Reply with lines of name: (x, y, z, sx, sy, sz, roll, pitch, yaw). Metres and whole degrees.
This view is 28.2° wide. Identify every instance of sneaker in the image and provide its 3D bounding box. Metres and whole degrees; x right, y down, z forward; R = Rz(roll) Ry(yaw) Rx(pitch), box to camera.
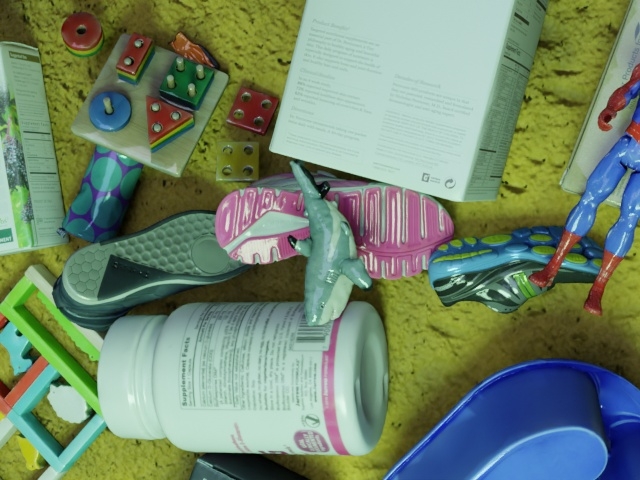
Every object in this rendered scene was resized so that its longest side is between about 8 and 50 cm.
sneaker: (0.016, -0.028, 1.348, 0.252, 0.111, 0.103, 7, 107, -6)
sneaker: (-0.190, 0.036, 1.426, 0.226, 0.163, 0.086, -11, 77, -23)
sneaker: (0.207, 0.034, 1.317, 0.188, 0.067, 0.078, -6, 124, 9)

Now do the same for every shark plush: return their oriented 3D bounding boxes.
shark plush: (0.000, 0.000, 1.256, 0.067, 0.073, 0.161, -15, 103, -17)

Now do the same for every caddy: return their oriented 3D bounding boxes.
caddy: (0.200, 0.277, 1.268, 0.241, 0.179, 0.341, 41, 103, -11)

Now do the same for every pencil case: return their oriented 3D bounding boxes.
pencil case: (-0.243, -0.068, 1.444, 0.070, 0.064, 0.152, 29, 100, 32)

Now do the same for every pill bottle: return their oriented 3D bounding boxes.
pill bottle: (-0.081, 0.145, 1.353, 0.283, 0.160, 0.160, -1, 92, 18)

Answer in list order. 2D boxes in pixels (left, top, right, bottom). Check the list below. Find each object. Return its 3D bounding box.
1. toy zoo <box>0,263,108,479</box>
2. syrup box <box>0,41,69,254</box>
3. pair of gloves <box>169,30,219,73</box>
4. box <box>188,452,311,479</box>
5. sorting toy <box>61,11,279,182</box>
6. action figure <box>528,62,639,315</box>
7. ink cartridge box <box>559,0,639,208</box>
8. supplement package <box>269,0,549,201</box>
toy zoo: (-0.361, 0.199, 1.509, 0.192, 0.030, 0.293, 45, 103, 11)
syrup box: (-0.368, -0.103, 1.465, 0.093, 0.096, 0.237, -9, 91, 18)
pair of gloves: (-0.156, -0.186, 1.441, 0.074, 0.010, 0.083, 46, 105, 8)
box: (-0.086, 0.349, 1.390, 0.153, 0.108, 0.207, 25, 99, 15)
sorting toy: (-0.178, -0.152, 1.386, 0.274, 0.046, 0.132, 23, 71, 6)
action figure: (0.283, -0.069, 1.158, 0.091, 0.139, 0.280, 27, 99, 13)
ink cartridge box: (0.368, -0.127, 1.241, 0.193, 0.088, 0.235, 22, 100, 16)
supplement package: (0.100, -0.189, 1.263, 0.199, 0.198, 0.263, 16, 97, 17)
